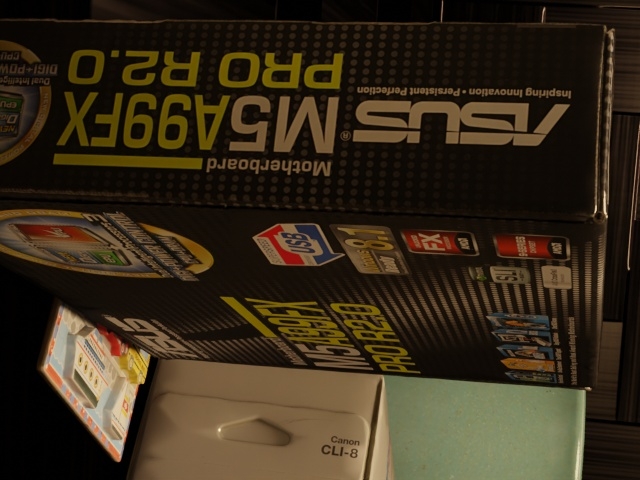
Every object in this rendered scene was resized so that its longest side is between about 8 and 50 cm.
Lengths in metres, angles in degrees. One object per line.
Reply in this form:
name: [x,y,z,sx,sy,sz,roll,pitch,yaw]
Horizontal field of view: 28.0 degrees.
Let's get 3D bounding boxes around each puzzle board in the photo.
puzzle board: [-0.098,0.039,0.597,0.128,0.011,0.096,76,20,-62]

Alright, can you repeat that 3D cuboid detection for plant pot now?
plant pot: [0.092,0.178,1.092,0.271,0.255,0.272,5,90,-82]

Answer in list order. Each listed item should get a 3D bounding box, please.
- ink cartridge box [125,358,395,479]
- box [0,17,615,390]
ink cartridge box: [-0.029,0.161,0.720,0.176,0.128,0.127,80,17,-55]
box: [0.000,0.000,0.491,0.270,0.216,0.060,57,37,-70]
